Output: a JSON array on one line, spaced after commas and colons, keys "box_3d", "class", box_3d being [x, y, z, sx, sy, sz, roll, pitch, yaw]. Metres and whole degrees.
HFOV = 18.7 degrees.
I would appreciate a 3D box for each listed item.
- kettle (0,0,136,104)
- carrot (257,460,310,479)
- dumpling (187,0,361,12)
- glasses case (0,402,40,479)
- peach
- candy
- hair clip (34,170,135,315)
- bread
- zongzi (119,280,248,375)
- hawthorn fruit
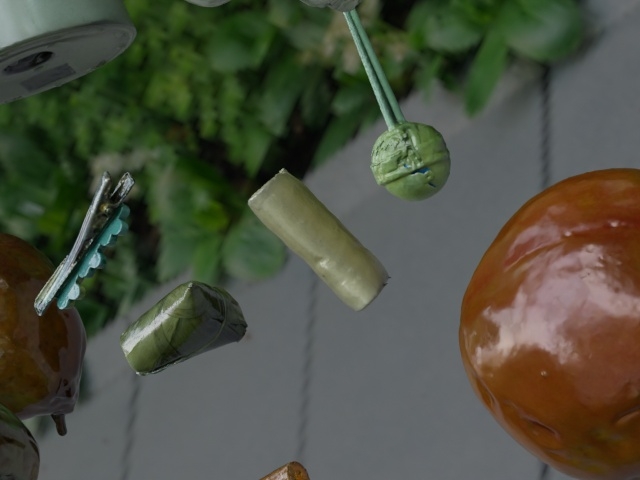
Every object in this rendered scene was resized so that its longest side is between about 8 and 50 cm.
[{"box_3d": [-0.379, -0.360, 2.246, 0.250, 0.361, 0.377, -22, 85, 9], "class": "kettle"}, {"box_3d": [-0.075, 0.302, 2.240, 0.161, 0.055, 0.055, -39, 38, 32], "class": "carrot"}, {"box_3d": [-0.070, -0.186, 1.003, 0.131, 0.252, 0.179, -55, 21, 37], "class": "dumpling"}, {"box_3d": [-0.294, 0.068, 0.932, 0.156, 0.425, 0.098, 15, 81, 29], "class": "glasses case"}, {"box_3d": [0.326, 0.081, 2.053, 0.302, 0.342, 0.343, -47, 33, 40], "class": "peach"}, {"box_3d": [0.065, -0.205, 2.337, 0.093, 0.092, 0.336, -22, 89, 21], "class": "candy"}, {"box_3d": [-0.224, 0.008, 1.887, 0.173, 0.049, 0.049, -57, 28, 22], "class": "hair clip"}, {"box_3d": [0.000, 0.000, 2.166, 0.060, 0.178, 0.139, -45, 2, 4], "class": "bread"}, {"box_3d": [-0.123, 0.066, 1.523, 0.104, 0.113, 0.052, -26, 71, 11], "class": "zongzi"}, {"box_3d": [-0.360, 0.120, 2.216, 0.208, 0.248, 0.208, -40, 11, 10], "class": "hawthorn fruit"}]
